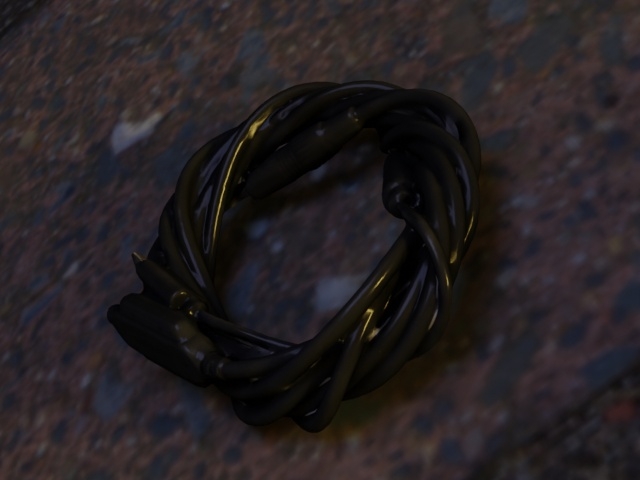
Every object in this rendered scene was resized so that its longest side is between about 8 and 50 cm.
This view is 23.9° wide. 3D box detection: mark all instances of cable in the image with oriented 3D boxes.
[{"bbox_3d":[0.000,0.000,0.591,0.150,0.047,0.184,-50,33,-16],"label":"cable"}]
